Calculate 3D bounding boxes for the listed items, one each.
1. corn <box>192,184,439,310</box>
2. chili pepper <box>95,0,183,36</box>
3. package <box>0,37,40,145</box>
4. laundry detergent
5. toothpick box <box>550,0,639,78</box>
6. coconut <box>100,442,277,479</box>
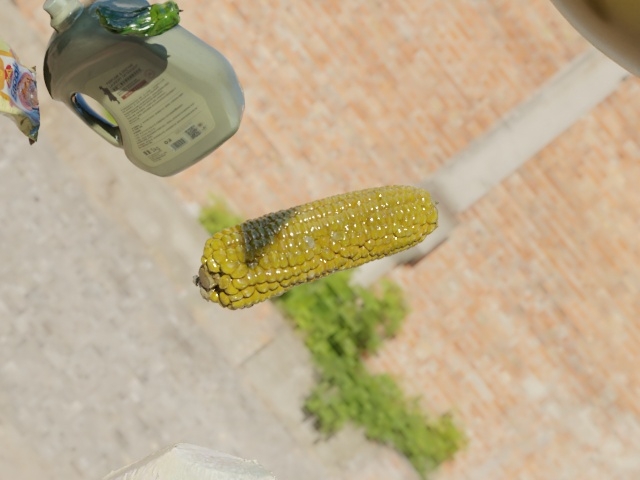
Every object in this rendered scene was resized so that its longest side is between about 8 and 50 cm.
[{"bbox_3d":[-0.001,-0.004,1.896,0.102,0.313,0.102,52,-27,40],"label":"corn"},{"bbox_3d":[-0.187,-0.230,1.642,0.030,0.091,0.034,-101,-172,-57],"label":"chili pepper"},{"bbox_3d":[-0.369,-0.184,1.888,0.121,0.031,0.108,48,32,-60],"label":"package"},{"bbox_3d":[-0.218,-0.190,1.804,0.253,0.181,0.091,40,33,-30],"label":"laundry detergent"},{"bbox_3d":[0.435,-0.372,1.770,0.425,0.409,0.409,31,2,3],"label":"toothpick box"},{"bbox_3d":[-0.090,0.218,1.088,0.161,0.161,0.162,50,29,-23],"label":"coconut"}]
